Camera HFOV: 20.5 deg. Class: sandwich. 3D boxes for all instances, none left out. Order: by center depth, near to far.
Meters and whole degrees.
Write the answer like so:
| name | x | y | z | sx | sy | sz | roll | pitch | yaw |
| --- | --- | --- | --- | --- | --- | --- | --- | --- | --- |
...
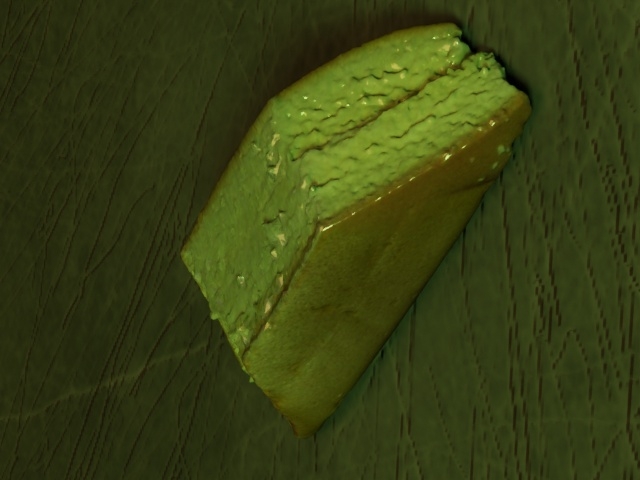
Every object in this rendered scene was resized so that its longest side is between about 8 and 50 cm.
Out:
| name | x | y | z | sx | sy | sz | roll | pitch | yaw |
| --- | --- | --- | --- | --- | --- | --- | --- | --- | --- |
| sandwich | 0.000 | 0.000 | 0.884 | 0.258 | 0.096 | 0.094 | -60 | 45 | 33 |
